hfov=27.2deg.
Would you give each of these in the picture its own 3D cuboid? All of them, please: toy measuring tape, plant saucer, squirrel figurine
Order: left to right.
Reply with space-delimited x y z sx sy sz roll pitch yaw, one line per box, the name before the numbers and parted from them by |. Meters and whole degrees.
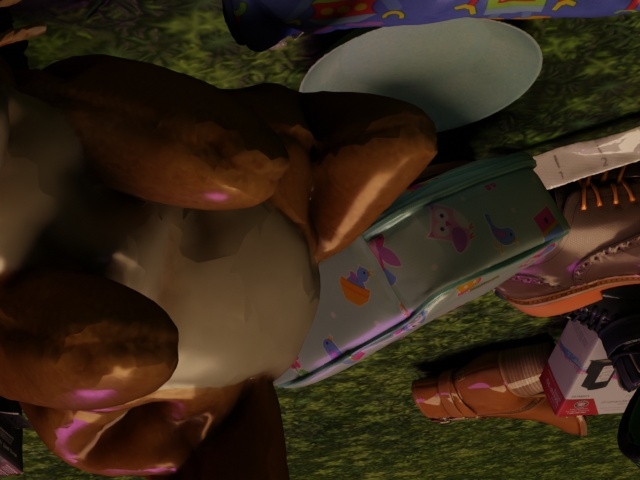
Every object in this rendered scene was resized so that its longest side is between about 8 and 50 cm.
squirrel figurine | -0.197 -0.035 0.729 0.370 0.281 0.397 22 -175 -44
plant saucer | 0.077 -0.140 1.050 0.195 0.037 0.195 -7 159 -3
toy measuring tape | 0.313 -0.075 1.180 0.330 0.121 0.121 -16 157 19

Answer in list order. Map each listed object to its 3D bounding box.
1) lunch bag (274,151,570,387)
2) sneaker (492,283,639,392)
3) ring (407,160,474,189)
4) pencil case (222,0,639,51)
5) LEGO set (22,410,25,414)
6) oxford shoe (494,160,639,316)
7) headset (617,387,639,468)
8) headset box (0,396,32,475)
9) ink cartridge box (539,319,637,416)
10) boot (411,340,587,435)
lunch bag | 0.073 0.027 1.184 0.224 0.107 0.279 -24 173 -43
sneaker | 0.322 0.099 1.570 0.226 0.163 0.086 -3 160 -9
ring | 0.000 0.000 1.267 0.337 0.032 0.336 -24 169 -5
pencil case | 0.074 -0.186 0.818 0.306 0.119 0.133 -7 135 -2
LEGO set | -0.397 0.235 1.862 0.054 0.023 0.083 -23 167 39
oxford shoe | 0.303 -0.029 1.297 0.364 0.130 0.133 -29 138 33
headset | 0.528 0.140 1.581 0.394 0.185 0.243 -50 -175 12
headset box | -0.526 0.243 1.709 0.293 0.110 0.218 -7 158 0
ink cartridge box | 0.386 0.154 1.771 0.128 0.072 0.175 -1 137 -17
boot | 0.275 0.244 1.981 0.220 0.109 0.283 -17 154 18
